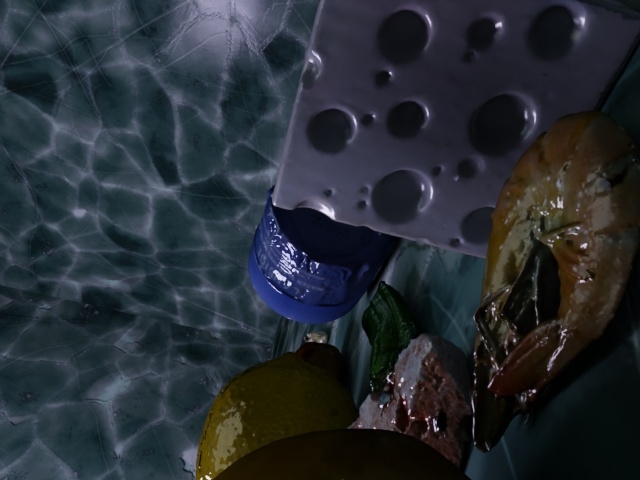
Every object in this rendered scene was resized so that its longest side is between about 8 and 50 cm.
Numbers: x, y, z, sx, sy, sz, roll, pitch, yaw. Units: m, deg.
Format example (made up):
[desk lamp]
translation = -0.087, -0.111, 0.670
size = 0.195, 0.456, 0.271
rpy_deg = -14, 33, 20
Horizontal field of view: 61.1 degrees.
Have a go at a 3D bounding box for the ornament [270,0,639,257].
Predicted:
[ornament]
translation = 0.100, -0.162, 0.535
size = 0.240, 0.239, 0.239
rpy_deg = -85, 12, -54

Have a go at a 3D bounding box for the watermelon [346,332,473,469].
[watermelon]
translation = 0.095, 0.208, 0.566
size = 0.154, 0.094, 0.241
rpy_deg = -108, 34, -64

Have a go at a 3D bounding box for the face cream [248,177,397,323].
[face cream]
translation = 0.000, 0.000, 1.025
size = 0.225, 0.249, 0.249
rpy_deg = 113, 169, -51

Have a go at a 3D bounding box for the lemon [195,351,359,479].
[lemon]
translation = -0.062, 0.333, 0.842
size = 0.258, 0.257, 0.310
rpy_deg = 120, 167, -69

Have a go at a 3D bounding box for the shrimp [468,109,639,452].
[shrimp]
translation = 0.162, 0.041, 0.397
size = 0.145, 0.061, 0.267
rpy_deg = -126, 52, -70

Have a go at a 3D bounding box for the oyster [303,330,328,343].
[oyster]
translation = -0.013, 0.299, 1.492
size = 0.200, 0.061, 0.106
rpy_deg = 128, 137, -81

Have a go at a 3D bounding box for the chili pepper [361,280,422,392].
[chili pepper]
translation = 0.097, 0.130, 0.753
size = 0.098, 0.061, 0.224
rpy_deg = -59, 9, 19

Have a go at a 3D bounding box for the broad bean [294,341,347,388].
[broad bean]
translation = -0.014, 0.301, 1.098
size = 0.228, 0.122, 0.156
rpy_deg = -79, 8, -54

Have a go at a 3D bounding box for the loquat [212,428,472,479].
[loquat]
translation = 0.016, 0.256, 0.340
size = 0.263, 0.263, 0.263
rpy_deg = -166, 90, -84
